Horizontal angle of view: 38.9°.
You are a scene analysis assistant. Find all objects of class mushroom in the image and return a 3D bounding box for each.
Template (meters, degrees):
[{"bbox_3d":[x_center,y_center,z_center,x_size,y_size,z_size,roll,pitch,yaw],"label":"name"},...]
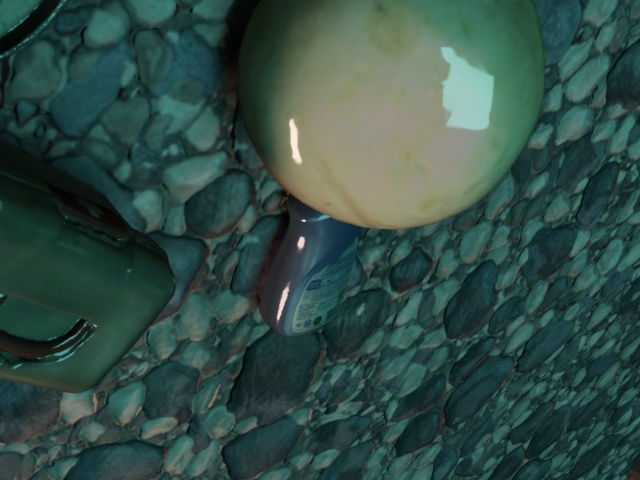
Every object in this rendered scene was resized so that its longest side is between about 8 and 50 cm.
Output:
[{"bbox_3d":[0.058,-0.131,0.732,0.246,0.202,0.246,2,112,4],"label":"mushroom"}]

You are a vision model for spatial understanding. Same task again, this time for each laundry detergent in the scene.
[{"bbox_3d":[0.001,0.001,0.908,0.097,0.061,0.206,-10,132,-35],"label":"laundry detergent"}]

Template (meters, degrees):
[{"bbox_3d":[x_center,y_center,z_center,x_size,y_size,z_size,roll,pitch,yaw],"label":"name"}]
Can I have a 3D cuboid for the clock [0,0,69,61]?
[{"bbox_3d":[-0.231,-0.189,0.512,0.215,0.042,0.215,-25,140,-24],"label":"clock"}]

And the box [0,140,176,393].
[{"bbox_3d":[-0.222,0.015,0.650,0.148,0.129,0.210,-49,145,7],"label":"box"}]
